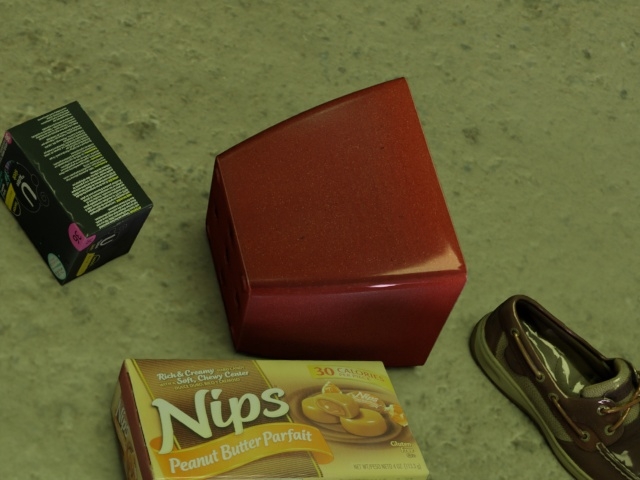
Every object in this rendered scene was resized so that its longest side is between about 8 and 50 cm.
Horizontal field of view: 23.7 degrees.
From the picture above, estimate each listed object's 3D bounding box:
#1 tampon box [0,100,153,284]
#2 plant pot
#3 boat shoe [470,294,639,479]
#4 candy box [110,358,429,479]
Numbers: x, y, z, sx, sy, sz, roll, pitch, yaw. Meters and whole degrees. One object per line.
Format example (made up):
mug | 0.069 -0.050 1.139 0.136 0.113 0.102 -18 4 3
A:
tampon box | -0.291 -0.055 1.768 0.101 0.120 0.161 -29 75 -34
plant pot | 0.000 0.000 1.792 0.236 0.267 0.267 -9 65 -13
boat shoe | 0.339 0.199 1.882 0.342 0.123 0.123 47 55 7
candy box | -0.059 0.222 1.691 0.316 0.087 0.183 2 38 -21
